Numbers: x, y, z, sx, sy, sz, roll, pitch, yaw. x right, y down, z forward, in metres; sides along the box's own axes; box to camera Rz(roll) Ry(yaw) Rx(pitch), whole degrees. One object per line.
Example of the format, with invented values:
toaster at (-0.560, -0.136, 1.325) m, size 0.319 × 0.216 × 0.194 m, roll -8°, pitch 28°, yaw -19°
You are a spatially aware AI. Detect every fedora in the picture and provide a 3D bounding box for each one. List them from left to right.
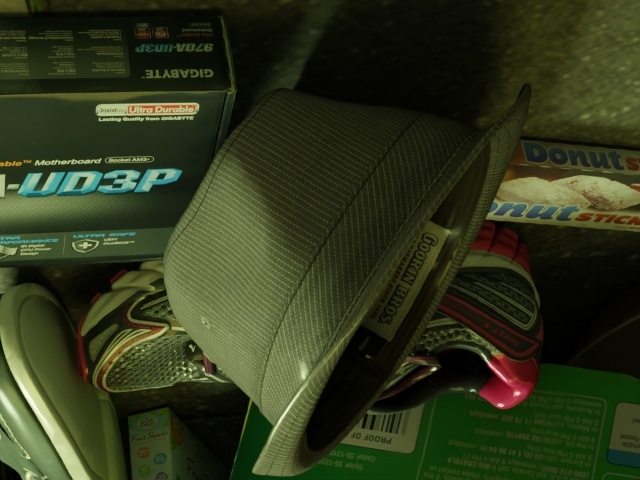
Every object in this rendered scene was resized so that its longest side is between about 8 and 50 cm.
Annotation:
fedora at (0.000, 0.000, 0.946) m, size 0.124 × 0.243 × 0.275 m, roll 33°, pitch 163°, yaw 10°

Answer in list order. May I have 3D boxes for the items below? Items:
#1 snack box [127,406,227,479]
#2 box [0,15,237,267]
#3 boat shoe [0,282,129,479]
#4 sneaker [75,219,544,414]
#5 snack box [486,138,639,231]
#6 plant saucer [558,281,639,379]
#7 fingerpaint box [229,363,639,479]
snack box at (-0.104, 0.199, 1.343) m, size 0.037 × 0.100 × 0.141 m, roll -14°, pitch 151°, yaw 10°
box at (-0.164, -0.048, 0.937) m, size 0.220 × 0.051 × 0.175 m, roll -2°, pitch 150°, yaw -13°
boat shoe at (-0.196, 0.123, 1.168) m, size 0.099 × 0.116 × 0.319 m, roll -10°, pitch 157°, yaw 0°
sneaker at (-0.005, 0.058, 1.114) m, size 0.299 × 0.112 × 0.121 m, roll -7°, pitch 151°, yaw -4°
snack box at (0.148, -0.034, 1.088) m, size 0.178 × 0.022 × 0.064 m, roll 4°, pitch 148°, yaw -23°
plant saucer at (0.317, 0.076, 1.309) m, size 0.311 × 0.050 × 0.310 m, roll -8°, pitch 151°, yaw -5°
fingerpaint box at (0.193, 0.233, 1.276) m, size 0.445 × 0.163 × 0.371 m, roll 7°, pitch 155°, yaw 17°
